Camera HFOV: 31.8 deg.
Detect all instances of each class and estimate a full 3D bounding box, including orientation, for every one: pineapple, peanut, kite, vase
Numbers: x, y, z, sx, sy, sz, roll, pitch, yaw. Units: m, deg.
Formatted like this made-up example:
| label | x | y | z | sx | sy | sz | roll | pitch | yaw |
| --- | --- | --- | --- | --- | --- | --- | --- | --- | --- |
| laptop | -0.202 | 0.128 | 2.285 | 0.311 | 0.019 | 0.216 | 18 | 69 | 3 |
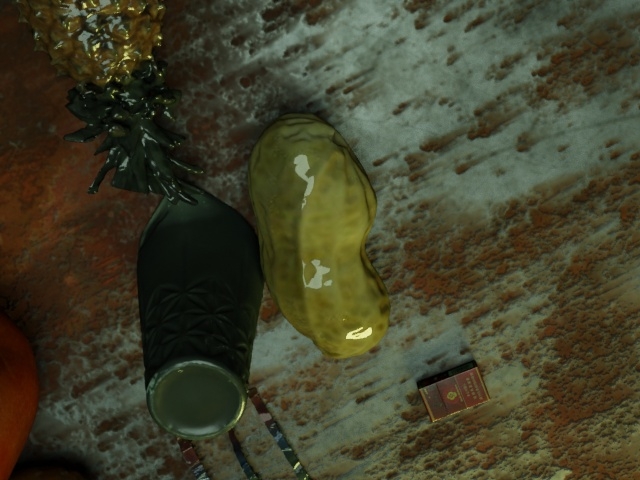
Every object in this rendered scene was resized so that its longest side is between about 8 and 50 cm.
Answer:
| label | x | y | z | sx | sy | sz | roll | pitch | yaw |
| --- | --- | --- | --- | --- | --- | --- | --- | --- | --- |
| pineapple | -0.223 | -0.187 | 1.234 | 0.169 | 0.169 | 0.341 | -17 | 114 | 3 |
| peanut | 0.000 | 0.000 | 1.303 | 0.146 | 0.147 | 0.306 | -8 | 109 | 0 |
| kite | -0.059 | 0.368 | 1.478 | 0.204 | 0.022 | 0.360 | -29 | 108 | 6 |
| vase | -0.132 | 0.102 | 1.255 | 0.156 | 0.301 | 0.251 | -12 | 117 | 1 |

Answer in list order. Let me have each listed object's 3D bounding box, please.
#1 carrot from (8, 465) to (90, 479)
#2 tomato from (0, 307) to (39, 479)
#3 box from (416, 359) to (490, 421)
| label | x | y | z | sx | sy | sz | roll | pitch | yaw |
| --- | --- | --- | --- | --- | --- | --- | --- | --- | --- |
| carrot | -0.391 | 0.352 | 1.406 | 0.225 | 0.159 | 0.159 | -26 | 108 | -8 |
| tomato | -0.493 | 0.199 | 1.269 | 0.341 | 0.342 | 0.273 | 0 | 153 | 0 |
| box | 0.169 | 0.192 | 1.430 | 0.082 | 0.023 | 0.052 | -21 | 106 | 4 |
